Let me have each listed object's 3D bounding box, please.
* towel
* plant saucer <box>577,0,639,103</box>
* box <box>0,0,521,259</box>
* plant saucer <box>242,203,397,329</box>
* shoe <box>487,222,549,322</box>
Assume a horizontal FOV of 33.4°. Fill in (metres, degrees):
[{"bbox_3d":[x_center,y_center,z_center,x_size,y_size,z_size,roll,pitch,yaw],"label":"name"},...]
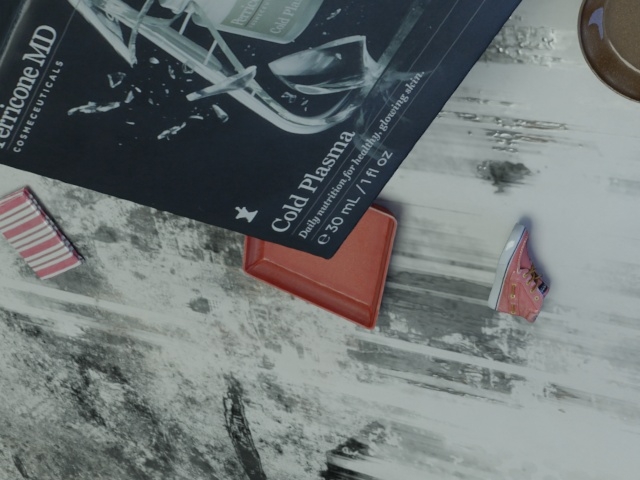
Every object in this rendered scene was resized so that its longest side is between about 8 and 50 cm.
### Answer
[{"bbox_3d":[-0.574,-0.012,2.147,0.144,0.029,0.197,-18,116,41],"label":"towel"},{"bbox_3d":[0.412,-0.257,1.286,0.199,0.036,0.198,19,133,21],"label":"plant saucer"},{"bbox_3d":[-0.092,-0.285,1.186,0.472,0.297,0.480,17,126,-27],"label":"box"},{"bbox_3d":[0.000,0.000,1.761,0.259,0.047,0.258,23,134,15],"label":"plant saucer"},{"bbox_3d":[0.306,0.051,1.592,0.081,0.063,0.178,22,139,15],"label":"shoe"}]
